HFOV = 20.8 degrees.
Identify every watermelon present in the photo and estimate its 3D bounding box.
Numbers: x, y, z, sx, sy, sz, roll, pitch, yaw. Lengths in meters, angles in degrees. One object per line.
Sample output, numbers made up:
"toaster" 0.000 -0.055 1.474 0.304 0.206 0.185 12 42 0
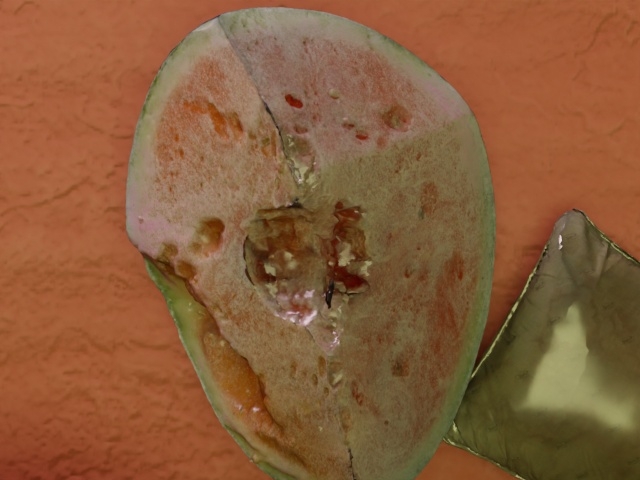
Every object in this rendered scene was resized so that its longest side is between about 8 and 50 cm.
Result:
"watermelon" -0.005 0.000 1.169 0.175 0.188 0.322 5 105 42

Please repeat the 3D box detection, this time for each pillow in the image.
"pillow" 0.243 0.125 1.209 0.302 0.075 0.185 31 91 -5
